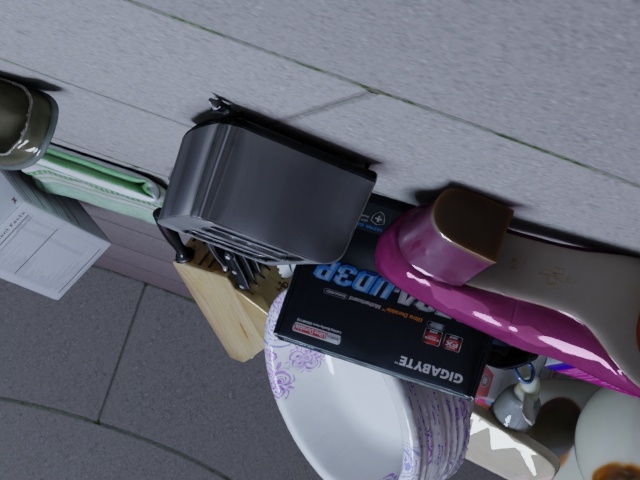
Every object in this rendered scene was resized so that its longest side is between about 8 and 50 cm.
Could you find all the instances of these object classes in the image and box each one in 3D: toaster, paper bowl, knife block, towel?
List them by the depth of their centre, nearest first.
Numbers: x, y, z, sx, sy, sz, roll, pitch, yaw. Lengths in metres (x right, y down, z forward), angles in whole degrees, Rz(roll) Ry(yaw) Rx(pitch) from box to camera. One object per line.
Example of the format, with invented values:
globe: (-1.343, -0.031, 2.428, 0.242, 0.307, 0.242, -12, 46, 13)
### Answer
toaster: (-0.061, -0.047, 1.329, 0.186, 0.110, 0.168, 21, 171, -19)
paper bowl: (0.071, 0.162, 1.629, 0.148, 0.284, 0.284, -21, -165, -31)
knife block: (-0.131, 0.029, 1.790, 0.242, 0.088, 0.276, 39, 154, -5)
towel: (-0.321, -0.077, 1.975, 0.248, 0.038, 0.325, 17, 172, 2)

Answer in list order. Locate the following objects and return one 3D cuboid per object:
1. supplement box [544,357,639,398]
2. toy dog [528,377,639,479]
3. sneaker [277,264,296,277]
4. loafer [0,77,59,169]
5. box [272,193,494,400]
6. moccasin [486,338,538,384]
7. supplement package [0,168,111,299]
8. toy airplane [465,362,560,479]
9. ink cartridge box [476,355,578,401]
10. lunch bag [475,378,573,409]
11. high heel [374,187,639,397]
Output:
supplement box: (0.366, 0.114, 1.458, 0.220, 0.111, 0.114, 18, 171, -3)
toy dog: (0.437, 0.283, 2.007, 0.395, 0.284, 0.408, 26, 167, -5)
sneaker: (0.000, 0.000, 1.629, 0.095, 0.090, 0.235, 7, 172, 10)
loafer: (-0.383, -0.138, 1.486, 0.251, 0.094, 0.087, 13, 175, 36)
box: (0.082, 0.052, 1.449, 0.220, 0.175, 0.051, 18, 172, 8)
moccasin: (0.212, 0.097, 1.668, 0.138, 0.116, 0.342, 15, 171, 21)
supplement package: (-0.470, -0.023, 2.176, 0.134, 0.139, 0.244, 47, -174, 28)
toy airplane: (0.119, 0.188, 1.956, 0.384, 0.272, 0.386, -10, 120, 48)
ink cartridge box: (0.321, 0.215, 2.235, 0.198, 0.115, 0.067, 21, 171, -19)
lunch bag: (0.346, 0.264, 2.555, 0.258, 0.120, 0.293, 17, 173, -26)
high heel: (0.236, 0.071, 1.373, 0.377, 0.127, 0.181, 34, 157, -6)
